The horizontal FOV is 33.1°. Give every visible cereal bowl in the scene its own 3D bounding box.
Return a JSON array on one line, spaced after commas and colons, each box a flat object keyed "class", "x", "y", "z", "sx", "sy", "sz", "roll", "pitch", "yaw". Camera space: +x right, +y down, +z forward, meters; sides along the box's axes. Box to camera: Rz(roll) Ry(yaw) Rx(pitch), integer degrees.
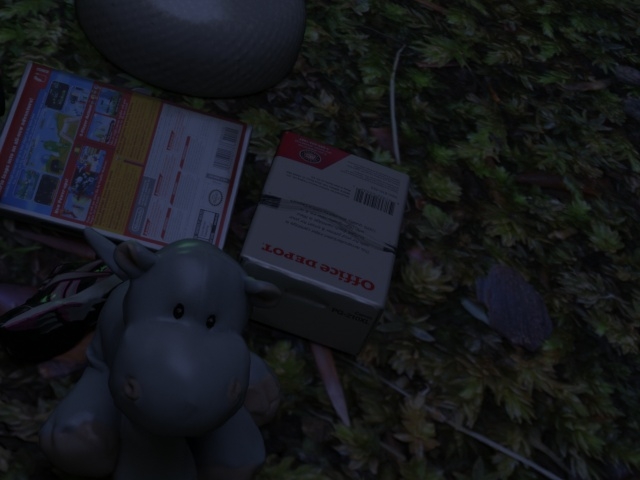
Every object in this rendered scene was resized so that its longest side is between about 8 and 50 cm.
[{"class": "cereal bowl", "x": -0.174, "y": -0.365, "z": 1.530, "sx": 0.339, "sy": 0.141, "sz": 0.339, "roll": 11, "pitch": 45, "yaw": -11}]

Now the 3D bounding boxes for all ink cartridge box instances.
[{"class": "ink cartridge box", "x": 0.000, "y": 0.000, "z": 1.285, "sx": 0.172, "sy": 0.100, "sz": 0.237, "roll": 20, "pitch": 44, "yaw": -4}]

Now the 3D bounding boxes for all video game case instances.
[{"class": "video game case", "x": -0.238, "y": -0.090, "z": 1.285, "sx": 0.285, "sy": 0.025, "sz": 0.204, "roll": 16, "pitch": 63, "yaw": -9}]

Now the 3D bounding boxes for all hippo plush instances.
[{"class": "hippo plush", "x": -0.111, "y": 0.103, "z": 1.007, "sx": 0.234, "sy": 0.236, "sz": 0.294, "roll": 19, "pitch": 59, "yaw": -20}]

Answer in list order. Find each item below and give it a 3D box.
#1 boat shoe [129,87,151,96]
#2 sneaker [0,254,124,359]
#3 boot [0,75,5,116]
[{"class": "boat shoe", "x": -0.270, "y": -0.144, "z": 1.354, "sx": 0.040, "sy": 0.049, "sz": 0.142, "roll": 3, "pitch": 38, "yaw": 48}, {"class": "sneaker", "x": -0.274, "y": 0.066, "z": 1.147, "sx": 0.077, "sy": 0.072, "sz": 0.178, "roll": 35, "pitch": 36, "yaw": 28}, {"class": "boot", "x": -0.509, "y": -0.085, "z": 1.013, "sx": 0.445, "sy": 0.146, "sz": 0.367, "roll": -20, "pitch": 75, "yaw": -38}]
